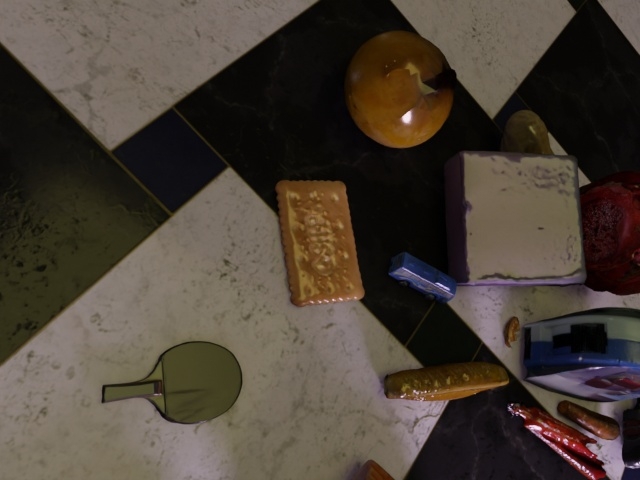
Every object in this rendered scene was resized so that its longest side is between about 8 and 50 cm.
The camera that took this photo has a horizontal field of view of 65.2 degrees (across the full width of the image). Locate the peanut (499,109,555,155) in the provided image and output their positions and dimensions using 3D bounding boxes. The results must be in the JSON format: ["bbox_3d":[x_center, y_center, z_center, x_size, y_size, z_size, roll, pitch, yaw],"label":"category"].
[{"bbox_3d":[0.523,-0.185,1.243,0.111,0.125,0.274,-29,97,-51],"label":"peanut"}]

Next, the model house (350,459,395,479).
[{"bbox_3d":[0.101,0.491,0.778,0.202,0.237,0.237,45,57,-2],"label":"model house"}]

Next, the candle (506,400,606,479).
[{"bbox_3d":[0.517,0.430,1.099,0.302,0.059,0.084,33,54,-14],"label":"candle"}]

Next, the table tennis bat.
[{"bbox_3d":[-0.231,0.230,0.802,0.220,0.019,0.130,0,74,-28],"label":"table tennis bat"}]

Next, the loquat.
[{"bbox_3d":[0.162,-0.310,1.034,0.235,0.235,0.235,8,73,-25],"label":"loquat"}]

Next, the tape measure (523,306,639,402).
[{"bbox_3d":[0.619,0.249,1.099,0.259,0.262,0.138,19,58,-22],"label":"tape measure"}]

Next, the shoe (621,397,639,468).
[{"bbox_3d":[0.776,0.447,1.210,0.228,0.099,0.112,-26,81,-34],"label":"shoe"}]

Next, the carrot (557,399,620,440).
[{"bbox_3d":[0.624,0.416,1.162,0.161,0.055,0.055,27,65,-15],"label":"carrot"}]

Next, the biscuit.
[{"bbox_3d":[0.000,0.000,0.976,0.160,0.030,0.249,-2,77,-27],"label":"biscuit"}]

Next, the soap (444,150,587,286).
[{"bbox_3d":[0.427,-0.043,1.103,0.286,0.107,0.296,2,82,-7],"label":"soap"}]

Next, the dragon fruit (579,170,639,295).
[{"bbox_3d":[0.718,-0.013,1.201,0.302,0.296,0.295,25,61,-56],"label":"dragon fruit"}]

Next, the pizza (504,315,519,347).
[{"bbox_3d":[0.437,0.209,1.147,0.037,0.016,0.083,35,59,-13],"label":"pizza"}]

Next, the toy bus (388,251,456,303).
[{"bbox_3d":[0.215,0.079,1.045,0.153,0.061,0.051,27,60,-16],"label":"toy bus"}]

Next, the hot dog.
[{"bbox_3d":[0.252,0.279,1.001,0.289,0.083,0.068,5,55,-26],"label":"hot dog"}]
